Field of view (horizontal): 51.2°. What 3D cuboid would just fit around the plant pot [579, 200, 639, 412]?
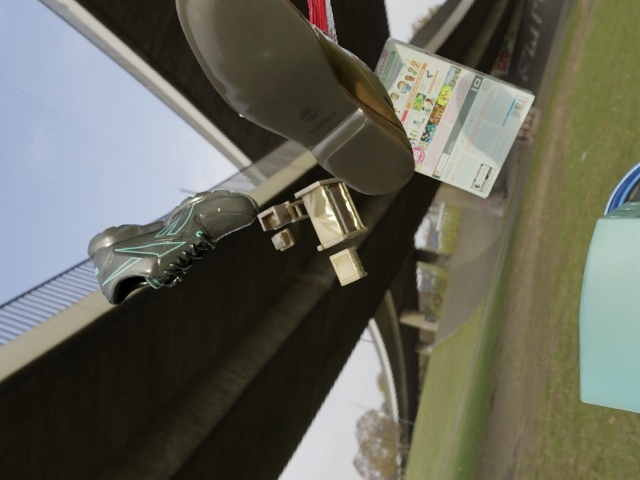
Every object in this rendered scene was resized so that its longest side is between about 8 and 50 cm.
[{"bbox_3d":[0.425,0.074,0.830,0.165,0.165,0.234,-21,-73,-44],"label":"plant pot"}]

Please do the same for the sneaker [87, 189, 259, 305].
[{"bbox_3d":[-0.209,0.012,0.984,0.101,0.267,0.106,53,-162,-62],"label":"sneaker"}]

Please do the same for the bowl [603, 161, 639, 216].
[{"bbox_3d":[0.785,-0.020,1.359,0.077,0.391,0.391,-31,-46,-59],"label":"bowl"}]

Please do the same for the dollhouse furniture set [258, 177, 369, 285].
[{"bbox_3d":[0.000,0.000,1.223,0.101,0.161,0.182,-19,-95,-55],"label":"dollhouse furniture set"}]

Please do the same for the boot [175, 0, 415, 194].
[{"bbox_3d":[-0.019,-0.173,0.680,0.305,0.112,0.115,38,-143,-34],"label":"boot"}]

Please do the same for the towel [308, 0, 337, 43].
[{"bbox_3d":[0.010,-0.347,1.168,0.275,0.031,0.199,69,-163,-67],"label":"towel"}]

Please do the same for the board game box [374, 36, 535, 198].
[{"bbox_3d":[0.236,-0.247,1.341,0.097,0.303,0.224,-64,-4,-66],"label":"board game box"}]
